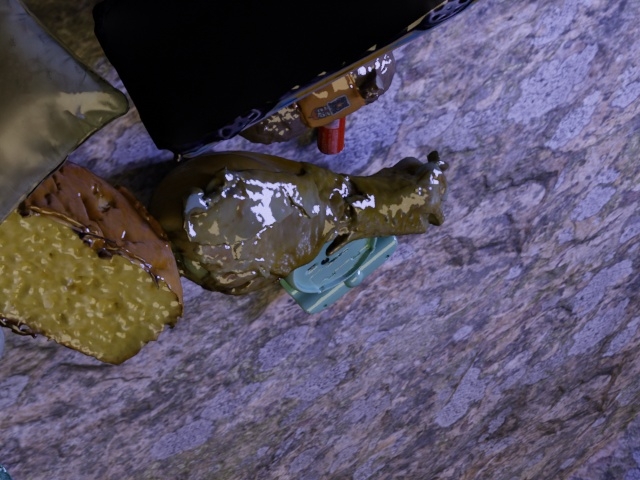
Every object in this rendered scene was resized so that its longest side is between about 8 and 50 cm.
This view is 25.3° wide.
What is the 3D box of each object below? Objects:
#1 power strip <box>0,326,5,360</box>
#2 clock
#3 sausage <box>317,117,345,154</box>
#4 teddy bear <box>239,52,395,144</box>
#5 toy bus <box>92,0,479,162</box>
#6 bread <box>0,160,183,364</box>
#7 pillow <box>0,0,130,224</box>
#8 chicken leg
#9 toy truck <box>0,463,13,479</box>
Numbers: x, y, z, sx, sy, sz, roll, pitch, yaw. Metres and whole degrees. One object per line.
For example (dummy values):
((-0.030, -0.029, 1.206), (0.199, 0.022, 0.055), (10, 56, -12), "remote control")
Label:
((-0.425, 0.138, 1.487), (0.118, 0.046, 0.270), (19, 143, -26), "power strip")
((0.000, 0.000, 1.823), (0.159, 0.066, 0.211), (-40, 148, 2), "clock")
((0.014, -0.155, 1.665), (0.034, 0.034, 0.129), (-24, 146, -20), "sausage")
((-0.015, -0.174, 1.525), (0.190, 0.140, 0.177), (-32, 152, 6), "teddy bear")
((-0.014, -0.230, 1.369), (0.386, 0.171, 0.162), (-28, -177, -3), "toy bus")
((-0.268, 0.005, 1.477), (0.261, 0.147, 0.160), (24, 125, -28), "bread")
((-0.334, -0.090, 1.303), (0.302, 0.075, 0.185), (-44, 104, 10), "pillow")
((-0.014, -0.037, 1.660), (0.429, 0.152, 0.201), (-9, 133, -31), "chicken leg")
((-0.455, 0.342, 1.727), (0.155, 0.156, 0.279), (-37, 150, -1), "toy truck")
